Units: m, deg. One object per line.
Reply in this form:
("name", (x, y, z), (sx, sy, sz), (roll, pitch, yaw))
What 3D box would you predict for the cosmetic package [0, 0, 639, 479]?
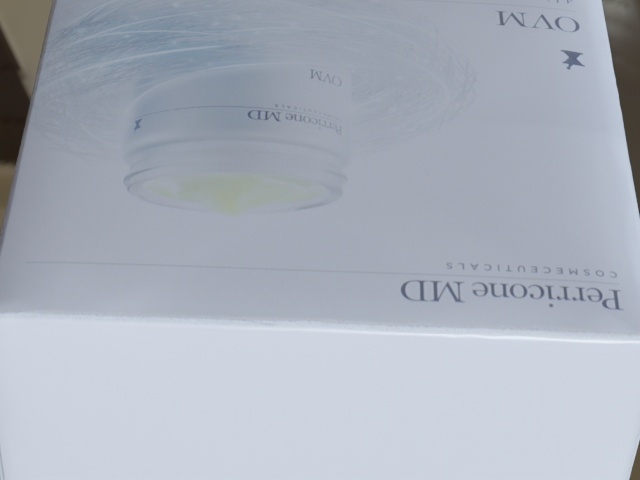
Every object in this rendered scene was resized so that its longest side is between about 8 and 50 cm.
("cosmetic package", (0.000, 0.000, 0.663), (0.224, 0.138, 0.225), (2, -135, -1))
